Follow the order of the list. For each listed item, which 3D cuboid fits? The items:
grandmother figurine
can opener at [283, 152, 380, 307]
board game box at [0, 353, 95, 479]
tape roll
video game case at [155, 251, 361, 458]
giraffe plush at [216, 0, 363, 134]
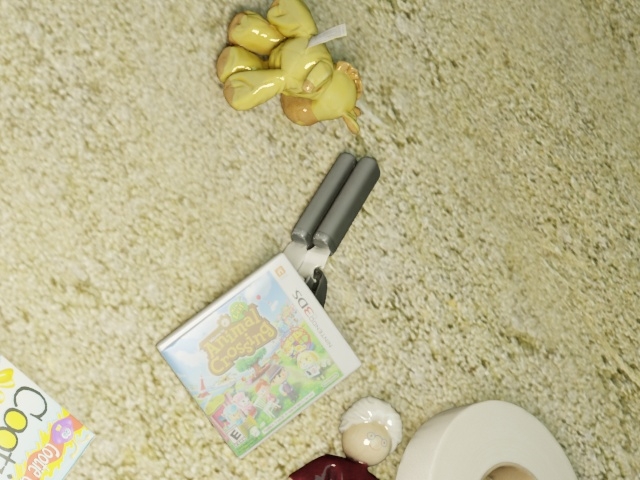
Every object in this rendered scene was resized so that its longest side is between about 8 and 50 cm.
[{"bbox_3d":[0.028,0.375,1.947,0.208,0.104,0.342,33,67,-32],"label":"grandmother figurine"},{"bbox_3d":[0.000,0.000,2.028,0.280,0.074,0.093,-62,146,-23],"label":"can opener"},{"bbox_3d":[-0.427,0.198,1.671,0.275,0.144,0.142,45,61,-17],"label":"board game box"},{"bbox_3d":[0.250,0.422,2.027,0.392,0.072,0.392,21,61,-42],"label":"tape roll"},{"bbox_3d":[-0.081,0.154,1.922,0.212,0.023,0.193,-37,101,-10],"label":"video game case"},{"bbox_3d":[-0.019,-0.229,2.009,0.170,0.210,0.181,43,54,-51],"label":"giraffe plush"}]
